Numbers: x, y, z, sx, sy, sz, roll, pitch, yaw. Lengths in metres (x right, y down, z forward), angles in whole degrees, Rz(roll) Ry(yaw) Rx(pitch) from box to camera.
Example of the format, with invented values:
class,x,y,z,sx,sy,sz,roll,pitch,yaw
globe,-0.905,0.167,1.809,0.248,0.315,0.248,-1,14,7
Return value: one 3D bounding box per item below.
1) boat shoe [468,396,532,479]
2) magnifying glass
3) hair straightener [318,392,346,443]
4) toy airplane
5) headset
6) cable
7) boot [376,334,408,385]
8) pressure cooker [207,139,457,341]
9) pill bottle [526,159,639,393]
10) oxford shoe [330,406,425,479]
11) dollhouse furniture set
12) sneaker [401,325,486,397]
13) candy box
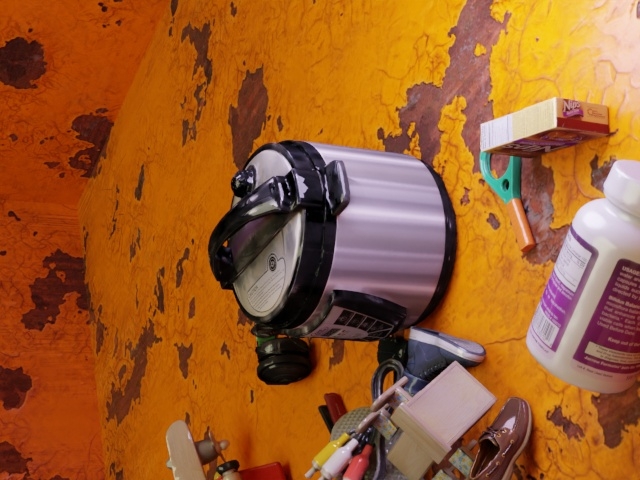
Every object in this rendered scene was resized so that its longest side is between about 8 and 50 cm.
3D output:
class,x,y,z,sx,sy,sz,roll,pitch,yaw
boat shoe,0.294,0.331,1.631,0.064,0.060,0.178,-9,48,54
magnifying glass,0.329,-0.087,1.725,0.092,0.026,0.231,-48,45,49
hair straightener,0.048,0.446,2.171,0.230,0.047,0.089,60,138,39
toy airplane,-0.275,0.688,2.499,0.384,0.272,0.386,16,87,29
headset,-0.112,0.219,2.338,0.394,0.185,0.243,160,111,-72
cable,0.092,0.354,1.867,0.139,0.072,0.287,20,74,42
boot,0.148,0.248,1.997,0.099,0.045,0.121,2,81,60
pressure cooker,-0.002,-0.005,1.910,0.375,0.420,0.369,39,119,56
pill bottle,0.415,0.048,1.393,0.169,0.169,0.301,51,130,52
oxford shoe,0.139,0.488,1.892,0.449,0.169,0.130,54,168,52
dollhouse furniture set,0.174,0.345,1.708,0.212,0.161,0.242,42,135,17
sneaker,0.218,0.251,1.808,0.226,0.086,0.163,-173,97,-70
candy box,0.355,-0.177,1.593,0.187,0.109,0.053,-13,75,62
